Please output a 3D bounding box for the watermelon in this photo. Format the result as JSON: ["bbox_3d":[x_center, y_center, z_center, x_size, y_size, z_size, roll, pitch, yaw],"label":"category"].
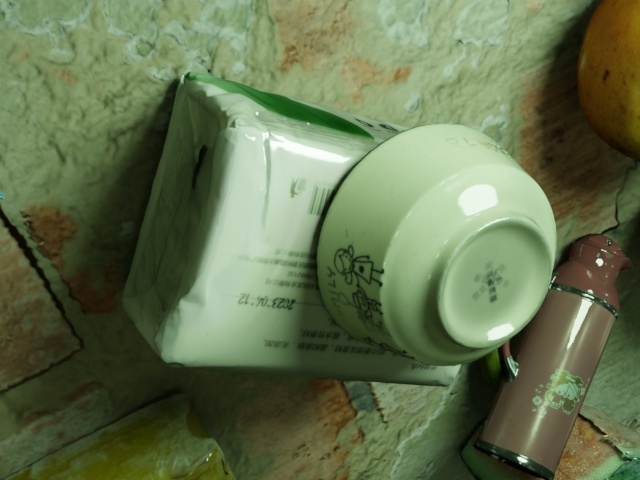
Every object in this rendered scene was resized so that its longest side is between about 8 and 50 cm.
[{"bbox_3d":[0.323,0.292,1.333,0.148,0.318,0.226,11,70,-28],"label":"watermelon"}]

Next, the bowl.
[{"bbox_3d":[0.126,0.017,0.896,0.238,0.126,0.237,-10,114,-25],"label":"bowl"}]

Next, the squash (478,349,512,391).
[{"bbox_3d":[0.234,0.139,1.304,0.052,0.052,0.183,-27,127,-13],"label":"squash"}]

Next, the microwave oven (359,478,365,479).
[{"bbox_3d":[0.145,0.603,1.318,0.236,0.374,0.432,-41,123,-1],"label":"microwave oven"}]

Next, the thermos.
[{"bbox_3d":[0.304,0.137,1.278,0.330,0.136,0.109,-65,165,-10],"label":"thermos"}]

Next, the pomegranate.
[{"bbox_3d":[0.427,-0.208,1.091,0.264,0.264,0.264,-13,121,-22],"label":"pomegranate"}]

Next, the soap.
[{"bbox_3d":[-0.213,0.387,1.137,0.294,0.156,0.335,-26,125,-10],"label":"soap"}]

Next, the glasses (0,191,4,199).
[{"bbox_3d":[-0.418,-0.050,0.864,0.189,0.088,0.220,-50,147,3],"label":"glasses"}]

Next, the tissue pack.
[{"bbox_3d":[0.000,-0.001,1.012,0.357,0.194,0.266,9,107,-31],"label":"tissue pack"}]
